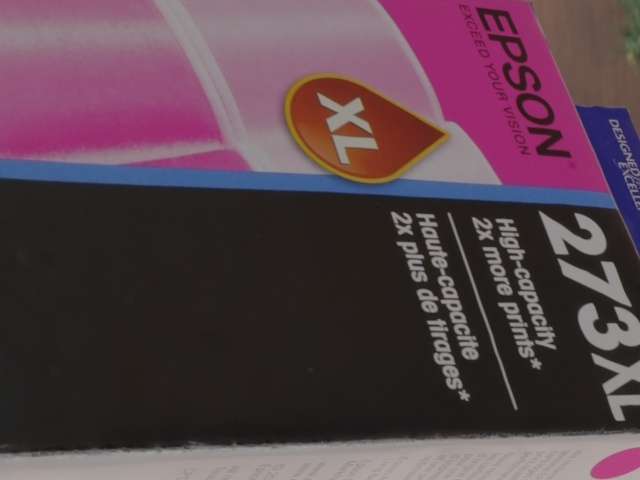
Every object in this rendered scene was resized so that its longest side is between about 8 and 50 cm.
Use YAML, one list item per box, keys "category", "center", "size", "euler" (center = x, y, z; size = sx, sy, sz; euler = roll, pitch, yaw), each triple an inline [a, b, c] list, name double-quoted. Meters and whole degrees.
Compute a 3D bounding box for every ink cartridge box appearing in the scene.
- category: "ink cartridge box"
  center: [0.000, 0.000, 0.549]
  size: [0.371, 0.176, 0.069]
  euler: [3, 144, -34]
